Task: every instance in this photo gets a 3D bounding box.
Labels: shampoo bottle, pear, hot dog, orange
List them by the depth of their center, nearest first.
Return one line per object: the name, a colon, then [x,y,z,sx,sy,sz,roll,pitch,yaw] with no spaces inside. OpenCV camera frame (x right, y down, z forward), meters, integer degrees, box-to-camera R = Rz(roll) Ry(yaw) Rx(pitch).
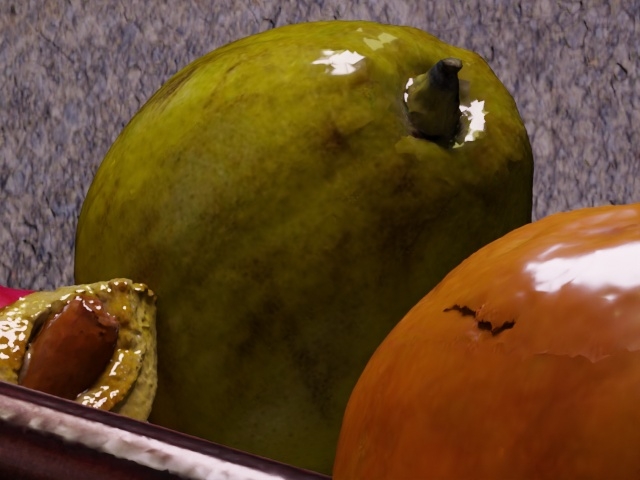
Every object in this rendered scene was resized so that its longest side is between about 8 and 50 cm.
orange: [0.144,0.097,0.603,0.284,0.226,0.284,0,2,0]
shampoo bottle: [-0.132,0.135,0.945,0.323,0.129,0.084,14,27,23]
hot dog: [-0.180,0.127,1.073,0.123,0.261,0.093,28,-6,-6]
pear: [0.000,0.000,1.209,0.287,0.287,0.375,2,-34,-28]

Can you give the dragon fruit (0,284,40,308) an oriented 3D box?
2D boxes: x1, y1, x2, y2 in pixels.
dragon fruit: [-0.284,0.139,1.300,0.371,0.249,0.386,-5,-6,6]
